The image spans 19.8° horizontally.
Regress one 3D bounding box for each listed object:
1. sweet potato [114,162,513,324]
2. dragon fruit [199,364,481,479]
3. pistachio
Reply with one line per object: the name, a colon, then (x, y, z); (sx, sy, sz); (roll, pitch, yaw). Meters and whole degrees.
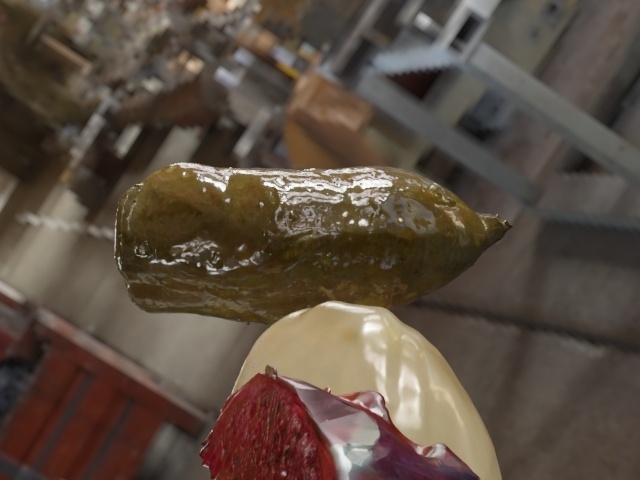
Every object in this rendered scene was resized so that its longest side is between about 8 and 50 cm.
sweet potato: (0.000, 0.000, 1.678); (0.158, 0.370, 0.157); (179, 90, -87)
dragon fruit: (0.041, 0.156, 1.001); (0.126, 0.161, 0.274); (-61, 28, 26)
pistachio: (0.036, 0.199, 1.287); (0.193, 0.214, 0.318); (-33, 63, 50)
